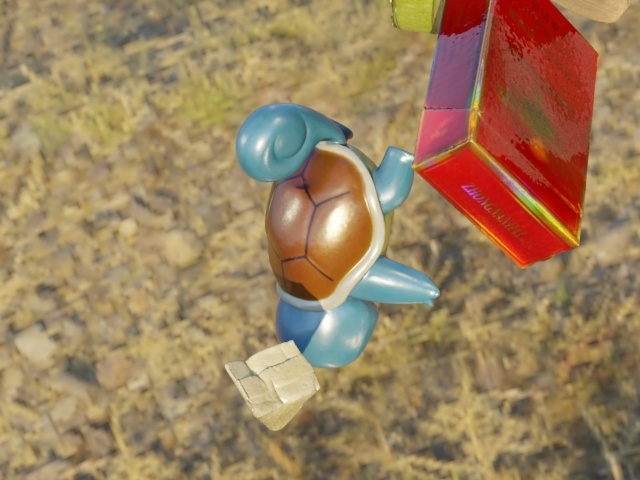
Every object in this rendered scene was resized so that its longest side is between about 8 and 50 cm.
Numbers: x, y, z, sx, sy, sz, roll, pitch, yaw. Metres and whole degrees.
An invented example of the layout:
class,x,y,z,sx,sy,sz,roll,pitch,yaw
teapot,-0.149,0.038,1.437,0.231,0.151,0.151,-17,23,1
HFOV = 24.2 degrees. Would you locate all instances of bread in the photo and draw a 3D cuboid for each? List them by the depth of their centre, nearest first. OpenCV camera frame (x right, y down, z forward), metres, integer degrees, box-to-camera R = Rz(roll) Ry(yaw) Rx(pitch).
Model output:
class,x,y,z,sx,sy,sz,roll,pitch,yaw
bread,-0.078,0.194,1.821,0.105,0.077,0.152,-22,-19,-32

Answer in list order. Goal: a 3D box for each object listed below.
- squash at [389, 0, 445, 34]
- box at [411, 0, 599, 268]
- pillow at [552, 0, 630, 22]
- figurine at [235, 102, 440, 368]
class,x,y,z,sx,sy,sz,roll,pitch,yaw
squash,0.164,-0.343,1.809,0.133,0.220,0.220,22,40,11
box,0.214,-0.150,1.676,0.089,0.197,0.313,-24,37,36
pillow,0.282,-0.315,1.532,0.135,0.211,0.034,27,53,3
figurine,0.025,-0.026,2.020,0.298,0.416,0.243,21,46,40
